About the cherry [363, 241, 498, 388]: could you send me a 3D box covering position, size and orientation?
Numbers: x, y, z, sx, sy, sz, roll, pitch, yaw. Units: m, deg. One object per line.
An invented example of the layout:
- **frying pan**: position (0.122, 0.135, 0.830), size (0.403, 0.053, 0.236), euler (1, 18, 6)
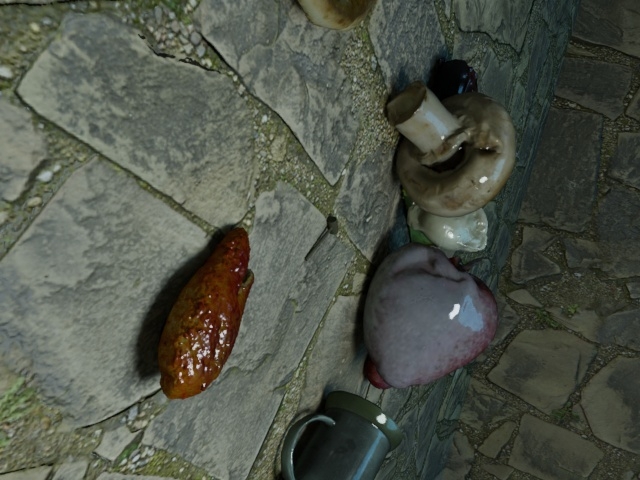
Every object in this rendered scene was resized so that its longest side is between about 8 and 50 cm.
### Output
- **cherry**: position (0.246, 0.170, 1.679), size (0.327, 0.334, 0.291), euler (62, -3, -13)

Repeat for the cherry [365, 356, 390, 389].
- **cherry**: position (0.161, 0.302, 1.841), size (0.107, 0.090, 0.226), euler (-33, 128, -34)

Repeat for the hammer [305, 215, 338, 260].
- **hammer**: position (0.000, 0.000, 1.356), size (0.110, 0.019, 0.036), euler (-50, 148, -32)

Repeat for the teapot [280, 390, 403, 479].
- **teapot**: position (0.008, 0.503, 1.524), size (0.337, 0.200, 0.270), euler (-55, 125, -33)

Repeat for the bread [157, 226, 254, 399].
- **bread**: position (-0.149, 0.101, 0.990), size (0.139, 0.095, 0.269), euler (93, 22, -47)

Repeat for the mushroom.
- **mushroom**: position (0.269, -0.206, 1.526), size (0.290, 0.292, 0.293), euler (28, 79, -42)

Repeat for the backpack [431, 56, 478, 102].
- **backpack**: position (0.340, -0.379, 1.741), size (0.165, 0.105, 0.120), euler (2, 100, -63)

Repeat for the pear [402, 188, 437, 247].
- **pear**: position (0.319, -0.134, 1.849), size (0.288, 0.139, 0.239), euler (69, 35, -57)

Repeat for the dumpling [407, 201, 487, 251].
- **dumpling**: position (0.311, -0.055, 1.671), size (0.111, 0.181, 0.155), euler (-164, -88, -74)

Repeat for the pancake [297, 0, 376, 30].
- **pancake**: position (0.056, -0.509, 1.060), size (0.382, 0.071, 0.383), euler (-46, 145, -46)
